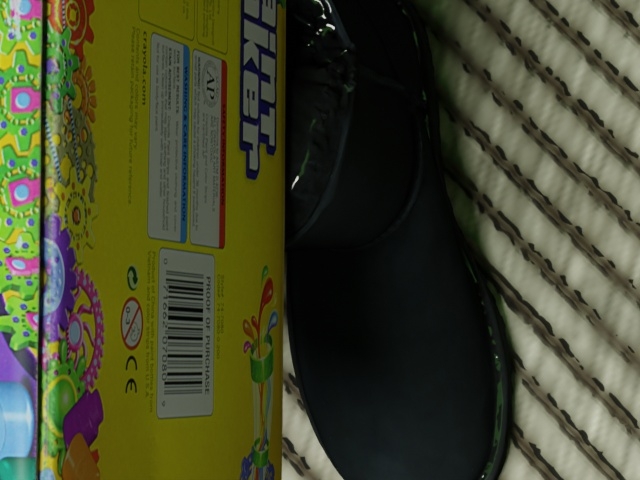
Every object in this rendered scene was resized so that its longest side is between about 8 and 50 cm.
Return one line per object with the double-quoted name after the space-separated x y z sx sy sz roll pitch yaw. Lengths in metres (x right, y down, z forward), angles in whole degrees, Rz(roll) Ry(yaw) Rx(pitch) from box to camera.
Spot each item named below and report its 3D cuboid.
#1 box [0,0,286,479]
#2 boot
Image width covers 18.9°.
-0.168 -0.032 0.606 0.279 0.177 0.290 0 86 19 "box"
0.000 0.000 0.751 0.094 0.207 0.246 -9 88 17 "boot"
